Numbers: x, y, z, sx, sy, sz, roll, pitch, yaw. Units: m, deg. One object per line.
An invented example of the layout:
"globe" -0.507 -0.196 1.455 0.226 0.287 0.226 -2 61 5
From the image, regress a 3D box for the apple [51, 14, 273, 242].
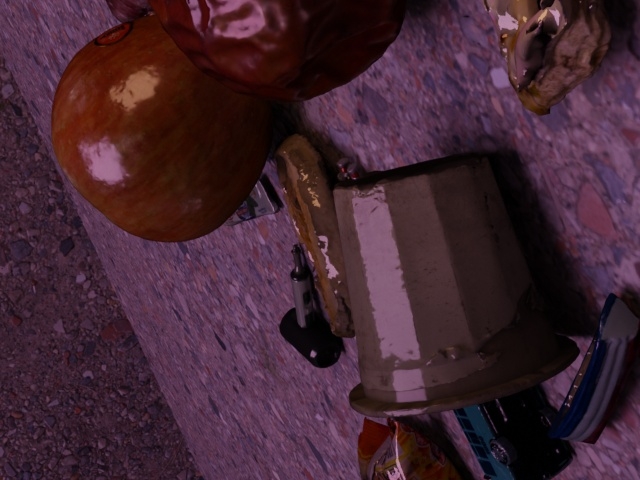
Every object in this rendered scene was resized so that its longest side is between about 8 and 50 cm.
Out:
"apple" -0.184 -0.148 1.337 0.277 0.250 0.309 30 -155 -39

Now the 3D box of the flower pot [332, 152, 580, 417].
"flower pot" 0.110 0.030 0.966 0.212 0.212 0.203 -175 72 -67

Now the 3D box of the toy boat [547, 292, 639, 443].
"toy boat" 0.239 0.128 0.949 0.046 0.080 0.229 17 146 12

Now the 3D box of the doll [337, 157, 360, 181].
"doll" 0.049 -0.039 1.223 0.057 0.039 0.114 -4 119 37

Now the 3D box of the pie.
"pie" 0.000 0.000 1.324 0.274 0.055 0.274 160 90 -83

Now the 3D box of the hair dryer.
"hair dryer" -0.023 0.090 1.587 0.100 0.057 0.198 36 144 47

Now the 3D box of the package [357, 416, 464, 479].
"package" 0.143 0.360 1.467 0.288 0.108 0.223 56 163 4

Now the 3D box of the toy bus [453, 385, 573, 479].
"toy bus" 0.186 0.175 1.125 0.160 0.079 0.092 63 160 -6

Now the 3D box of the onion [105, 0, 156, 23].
"onion" -0.234 -0.339 1.412 0.151 0.098 0.206 56 161 8

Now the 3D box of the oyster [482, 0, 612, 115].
"oyster" 0.151 -0.192 0.709 0.133 0.072 0.209 178 83 -76

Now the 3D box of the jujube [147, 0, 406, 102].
"jujube" -0.067 -0.261 0.950 0.216 0.216 0.342 80 163 -45

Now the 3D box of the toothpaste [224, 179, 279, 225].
"toothpaste" -0.114 -0.052 1.622 0.060 0.038 0.233 59 159 -4
